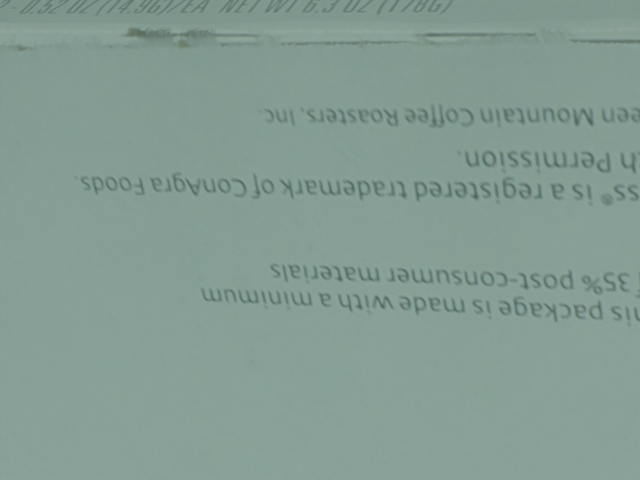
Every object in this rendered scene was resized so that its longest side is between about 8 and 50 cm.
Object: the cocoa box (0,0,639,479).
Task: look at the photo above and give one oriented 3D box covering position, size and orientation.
[{"bbox_3d":[0.000,0.000,0.525,0.228,0.347,0.231,-53,139,-53],"label":"cocoa box"}]
